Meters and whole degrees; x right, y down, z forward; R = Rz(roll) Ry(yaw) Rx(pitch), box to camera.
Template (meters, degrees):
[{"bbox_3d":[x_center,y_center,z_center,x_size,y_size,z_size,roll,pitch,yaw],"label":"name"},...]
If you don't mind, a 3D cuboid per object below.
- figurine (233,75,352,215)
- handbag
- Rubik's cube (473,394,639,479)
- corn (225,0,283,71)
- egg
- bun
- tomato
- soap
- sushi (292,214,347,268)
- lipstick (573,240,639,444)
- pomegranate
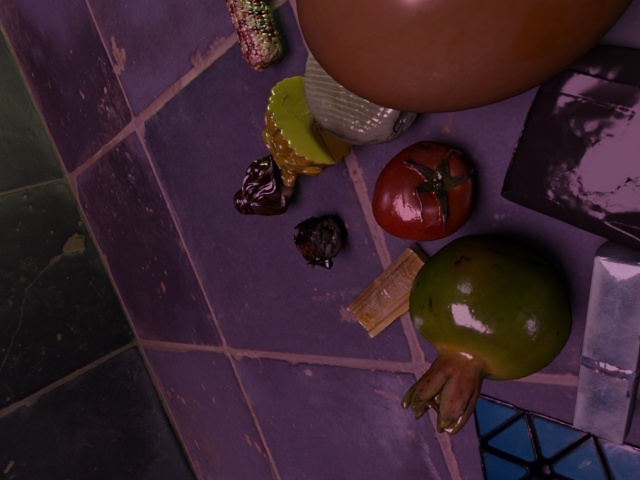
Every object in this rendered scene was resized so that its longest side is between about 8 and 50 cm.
[{"bbox_3d":[-0.071,-0.155,0.962,0.187,0.168,0.315,46,146,3],"label":"figurine"},{"bbox_3d":[0.368,-0.111,0.569,0.246,0.080,0.223,30,129,31],"label":"handbag"},{"bbox_3d":[0.380,0.421,0.783,0.228,0.233,0.229,122,162,-83],"label":"Rubik's cube"},{"bbox_3d":[-0.143,-0.462,0.899,0.086,0.086,0.253,-11,102,47],"label":"corn"},{"bbox_3d":[0.146,-0.295,0.504,0.373,0.301,0.301,-13,102,26],"label":"egg"},{"bbox_3d":[0.079,-0.259,0.765,0.221,0.108,0.221,12,109,39],"label":"bun"},{"bbox_3d":[0.162,-0.071,0.752,0.167,0.167,0.167,22,125,36],"label":"tomato"},{"bbox_3d":[0.147,0.108,0.937,0.092,0.037,0.252,50,136,12],"label":"soap"},{"bbox_3d":[0.000,-0.002,0.988,0.084,0.094,0.098,-2,124,50],"label":"sushi"},{"bbox_3d":[0.417,0.144,0.653,0.076,0.077,0.290,15,119,41],"label":"lipstick"},{"bbox_3d":[0.228,0.134,0.680,0.236,0.302,0.236,27,152,16],"label":"pomegranate"}]
